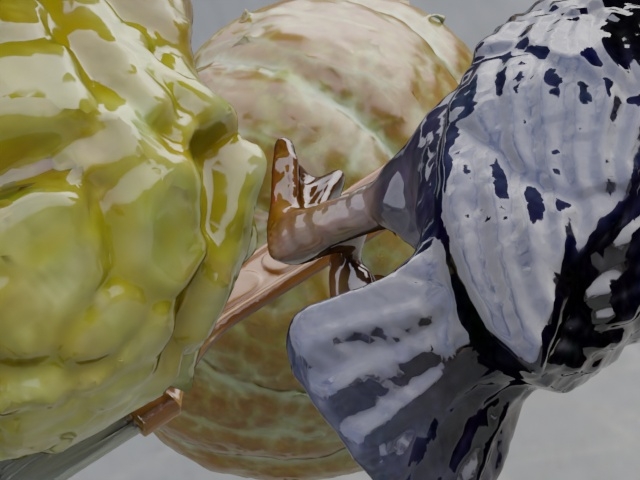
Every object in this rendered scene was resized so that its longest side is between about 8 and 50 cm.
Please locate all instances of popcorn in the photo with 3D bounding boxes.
[{"bbox_3d":[-0.144,-0.017,0.810,0.249,0.225,0.249,0,37,0],"label":"popcorn"}]

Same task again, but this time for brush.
[{"bbox_3d":[-0.030,0.019,0.897,0.314,0.017,0.090,-33,43,-19],"label":"brush"}]

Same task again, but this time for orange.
[{"bbox_3d":[0.000,0.000,1.224,0.249,0.329,0.329,27,27,13],"label":"orange"}]

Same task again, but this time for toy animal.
[{"bbox_3d":[0.071,-0.016,0.693,0.185,0.122,0.298,-23,17,21],"label":"toy animal"}]
